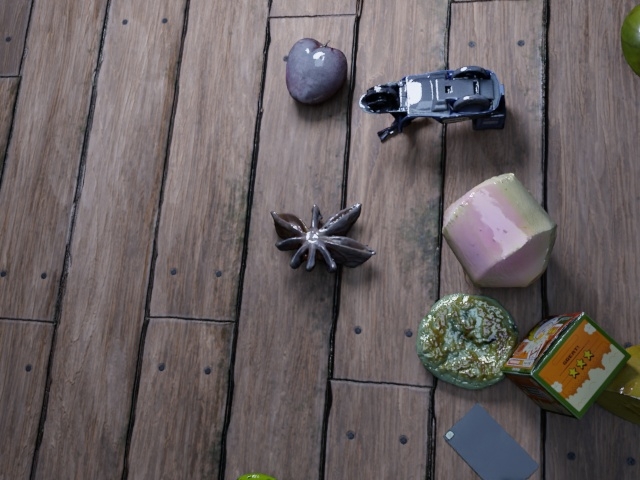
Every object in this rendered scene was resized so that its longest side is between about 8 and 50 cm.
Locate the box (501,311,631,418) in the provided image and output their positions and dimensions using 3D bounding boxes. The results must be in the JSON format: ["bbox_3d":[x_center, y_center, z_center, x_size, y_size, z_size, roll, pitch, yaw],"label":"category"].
[{"bbox_3d":[0.518,0.263,1.563,0.148,0.195,0.177,44,82,2],"label":"box"}]

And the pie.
[{"bbox_3d":[0.345,0.235,1.701,0.240,0.054,0.240,-2,75,9],"label":"pie"}]

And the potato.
[{"bbox_3d":[0.694,0.302,1.561,0.203,0.178,0.158,21,70,7],"label":"potato"}]

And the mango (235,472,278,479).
[{"bbox_3d":[-0.126,0.606,1.683,0.178,0.100,0.119,18,116,7],"label":"mango"}]

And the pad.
[{"bbox_3d":[0.387,0.480,1.657,0.116,0.004,0.193,-44,73,-1],"label":"pad"}]

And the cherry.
[{"bbox_3d":[-0.010,-0.440,1.897,0.176,0.140,0.176,3,97,26],"label":"cherry"}]

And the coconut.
[{"bbox_3d":[0.417,-0.006,1.664,0.233,0.233,0.245,-33,79,2],"label":"coconut"}]

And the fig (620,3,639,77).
[{"bbox_3d":[0.817,-0.483,1.730,0.203,0.203,0.225,-21,34,6],"label":"fig"}]

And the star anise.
[{"bbox_3d":[0.005,0.000,1.805,0.257,0.110,0.198,-5,60,3],"label":"star anise"}]

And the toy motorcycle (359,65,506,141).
[{"bbox_3d":[0.276,-0.330,1.781,0.358,0.212,0.125,-2,74,7],"label":"toy motorcycle"}]
